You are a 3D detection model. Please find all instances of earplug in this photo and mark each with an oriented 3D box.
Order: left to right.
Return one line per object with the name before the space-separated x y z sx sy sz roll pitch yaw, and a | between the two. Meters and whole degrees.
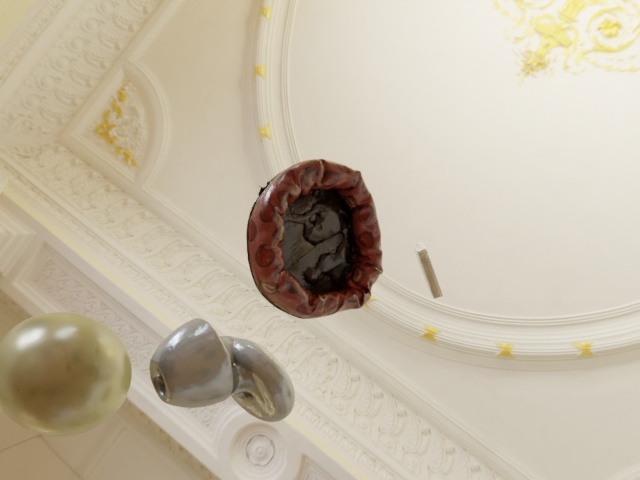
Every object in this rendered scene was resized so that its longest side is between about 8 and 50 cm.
earplug | -0.203 0.296 0.909 0.325 0.214 0.175 33 -129 -24

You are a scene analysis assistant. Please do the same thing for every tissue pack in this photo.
tissue pack | 0.217 0.059 0.851 0.023 0.056 0.108 -20 -76 8

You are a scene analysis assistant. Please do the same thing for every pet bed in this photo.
pet bed | 0.000 0.000 0.503 0.201 0.053 0.202 0 -90 -38

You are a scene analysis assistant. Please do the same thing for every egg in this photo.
egg | -0.430 0.215 0.703 0.241 0.186 0.186 26 -94 24

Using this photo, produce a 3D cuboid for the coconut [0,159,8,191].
coconut | -0.784 -0.141 0.849 0.266 0.237 0.237 -44 -100 5
